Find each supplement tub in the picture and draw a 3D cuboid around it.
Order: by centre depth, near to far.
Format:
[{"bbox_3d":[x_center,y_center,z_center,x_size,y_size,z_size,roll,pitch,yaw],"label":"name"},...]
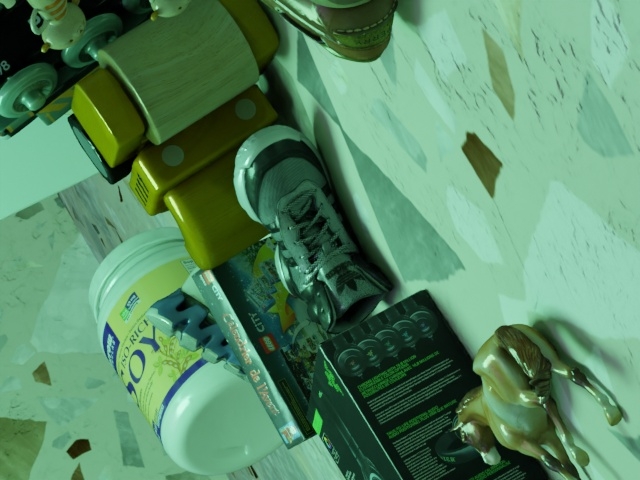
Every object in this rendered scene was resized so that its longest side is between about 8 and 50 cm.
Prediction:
[{"bbox_3d":[-0.185,0.157,2.368,0.331,0.241,0.241,50,162,39],"label":"supplement tub"}]

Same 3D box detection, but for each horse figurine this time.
[{"bbox_3d":[0.183,0.145,1.392,0.174,0.066,0.263,46,162,31],"label":"horse figurine"}]

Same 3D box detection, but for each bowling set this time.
[{"bbox_3d":[-0.148,-0.287,1.542,0.200,0.287,0.154,21,158,16],"label":"bowling set"}]

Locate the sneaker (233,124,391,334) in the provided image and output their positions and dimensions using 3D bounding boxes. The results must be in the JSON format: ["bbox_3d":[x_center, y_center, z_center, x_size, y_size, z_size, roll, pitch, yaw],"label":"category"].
[{"bbox_3d":[0.000,0.000,1.710,0.153,0.101,0.268,49,167,41],"label":"sneaker"}]

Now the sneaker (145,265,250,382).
[{"bbox_3d":[-0.041,0.105,2.007,0.316,0.182,0.127,33,169,-4],"label":"sneaker"}]

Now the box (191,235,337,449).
[{"bbox_3d":[-0.028,0.108,1.877,0.044,0.159,0.233,-37,80,51],"label":"box"}]

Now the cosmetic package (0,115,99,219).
[{"bbox_3d":[-0.414,-0.278,2.176,0.394,0.329,0.327,38,152,61],"label":"cosmetic package"}]

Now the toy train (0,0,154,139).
[{"bbox_3d":[-0.264,-0.236,1.762,0.142,0.334,0.190,50,177,15],"label":"toy train"}]

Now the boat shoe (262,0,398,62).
[{"bbox_3d":[-0.047,-0.254,1.353,0.307,0.111,0.104,51,161,38],"label":"boat shoe"}]

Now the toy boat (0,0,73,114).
[{"bbox_3d":[-0.278,-0.310,1.928,0.148,0.268,0.318,32,117,52],"label":"toy boat"}]

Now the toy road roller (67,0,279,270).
[{"bbox_3d":[-0.127,-0.109,1.745,0.240,0.202,0.329,55,167,3],"label":"toy road roller"}]

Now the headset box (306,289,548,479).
[{"bbox_3d":[0.105,0.218,1.670,0.283,0.131,0.246,58,165,18],"label":"headset box"}]
